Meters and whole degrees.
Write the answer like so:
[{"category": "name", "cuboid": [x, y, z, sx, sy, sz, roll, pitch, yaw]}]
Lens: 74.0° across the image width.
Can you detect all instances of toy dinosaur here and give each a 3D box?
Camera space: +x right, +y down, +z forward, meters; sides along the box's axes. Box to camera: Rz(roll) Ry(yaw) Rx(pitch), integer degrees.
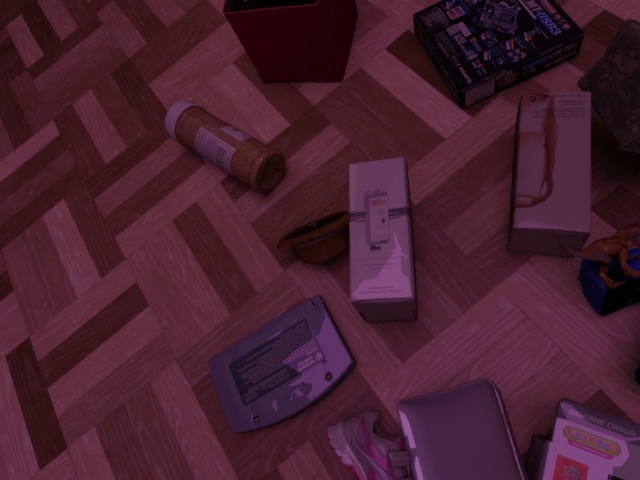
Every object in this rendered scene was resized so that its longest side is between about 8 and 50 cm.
[{"category": "toy dinosaur", "cuboid": [0.475, 0.023, 0.716, 0.211, 0.064, 0.112, -13, 65, -23]}]

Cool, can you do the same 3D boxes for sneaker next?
[{"category": "sneaker", "cuboid": [0.122, 0.417, 0.766, 0.111, 0.103, 0.252, -40, 65, 1]}]

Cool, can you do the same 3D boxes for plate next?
[{"category": "plate", "cuboid": [0.240, 0.384, 0.686, 0.045, 0.278, 0.278, 1, 63, -23]}]

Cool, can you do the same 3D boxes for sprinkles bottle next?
[{"category": "sprinkles bottle", "cuboid": [-0.258, -0.253, 1.126, 0.355, 0.121, 0.121, 33, 82, 24]}]

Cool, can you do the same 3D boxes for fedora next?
[{"category": "fedora", "cuboid": [0.000, 0.000, 0.954, 0.194, 0.194, 0.079, -22, 101, 8]}]

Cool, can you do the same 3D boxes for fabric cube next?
[{"category": "fabric cube", "cuboid": [-0.064, -0.606, 1.128, 0.258, 0.258, 0.254, 5, 72, 18]}]

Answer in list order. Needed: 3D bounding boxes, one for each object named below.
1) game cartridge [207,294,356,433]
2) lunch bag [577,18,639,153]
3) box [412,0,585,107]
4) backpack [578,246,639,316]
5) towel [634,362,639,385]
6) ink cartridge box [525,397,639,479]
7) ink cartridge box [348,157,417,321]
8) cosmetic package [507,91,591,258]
[{"category": "game cartridge", "cuboid": [-0.083, 0.273, 0.911, 0.297, 0.062, 0.198, -31, 69, 3]}, {"category": "lunch bag", "cuboid": [0.679, -0.256, 0.788, 0.286, 0.169, 0.235, 11, 49, -9]}, {"category": "box", "cuboid": [0.422, -0.511, 1.049, 0.293, 0.073, 0.296, -24, 65, 6]}, {"category": "backpack", "cuboid": [0.550, 0.062, 0.777, 0.120, 0.098, 0.101, -22, 52, 9]}, {"category": "towel", "cuboid": [0.653, 0.142, 0.701, 0.227, 0.076, 0.308, 31, 79, -9]}, {"category": "ink cartridge box", "cuboid": [0.481, 0.423, 0.639, 0.309, 0.130, 0.272, 16, 76, 21]}, {"category": "ink cartridge box", "cuboid": [0.130, 0.007, 0.862, 0.117, 0.207, 0.283, -4, 68, 13]}, {"category": "cosmetic package", "cuboid": [0.454, -0.129, 0.851, 0.129, 0.153, 0.296, 5, 70, 20]}]
